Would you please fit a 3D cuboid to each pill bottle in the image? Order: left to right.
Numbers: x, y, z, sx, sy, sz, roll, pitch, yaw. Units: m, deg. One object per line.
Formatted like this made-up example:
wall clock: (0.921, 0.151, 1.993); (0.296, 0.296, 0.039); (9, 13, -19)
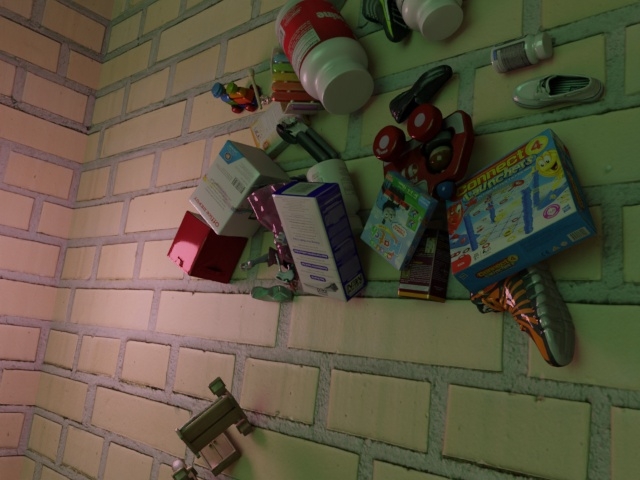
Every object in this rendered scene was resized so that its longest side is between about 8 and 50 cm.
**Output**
pill bottle: (0.016, -0.607, 1.935); (0.229, 0.229, 0.408); (-43, 52, 26)
pill bottle: (0.049, -0.122, 1.817); (0.131, 0.131, 0.229); (-30, 69, 34)
pill bottle: (0.301, -0.743, 1.736); (0.181, 0.181, 0.323); (-37, 55, 30)
pill bottle: (0.518, -0.485, 1.524); (0.137, 0.078, 0.078); (-5, 74, 43)

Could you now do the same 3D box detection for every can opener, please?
can opener: (-0.046, -0.337, 2.004); (0.280, 0.074, 0.093); (45, 147, 32)

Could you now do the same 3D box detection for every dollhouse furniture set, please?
dollhouse furniture set: (-0.407, 0.592, 1.880); (0.303, 0.355, 0.174); (-36, 44, -19)

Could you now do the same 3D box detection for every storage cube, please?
storage cube: (-0.421, 0.024, 2.192); (0.215, 0.183, 0.193); (33, 100, 44)

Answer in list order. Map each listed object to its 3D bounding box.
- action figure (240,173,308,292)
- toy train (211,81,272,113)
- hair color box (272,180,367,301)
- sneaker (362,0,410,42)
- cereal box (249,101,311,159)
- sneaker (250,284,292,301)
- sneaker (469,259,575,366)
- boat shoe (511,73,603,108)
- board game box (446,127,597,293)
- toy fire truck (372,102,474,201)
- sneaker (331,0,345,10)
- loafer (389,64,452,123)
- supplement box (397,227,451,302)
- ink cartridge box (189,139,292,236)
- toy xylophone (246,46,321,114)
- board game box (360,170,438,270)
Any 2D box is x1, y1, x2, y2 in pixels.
action figure: (-0.106, -0.014, 1.935); (0.248, 0.276, 0.370); (-12, 89, 47)
toy train: (-0.298, -0.569, 2.281); (0.248, 0.143, 0.105); (6, 82, 45)
hair color box: (0.000, 0.000, 1.722); (0.185, 0.110, 0.339); (9, 123, 45)
sneaker: (0.203, -0.733, 1.898); (0.121, 0.111, 0.300); (-42, 47, 41)
cereal box: (-0.149, -0.420, 2.161); (0.240, 0.047, 0.173); (-36, 57, 29)
sneaker: (-0.158, 0.181, 1.990); (0.152, 0.061, 0.054); (2, 70, 25)
sneaker: (0.460, 0.162, 1.373); (0.180, 0.124, 0.321); (-36, 44, 36)
boat shoe: (0.567, -0.378, 1.447); (0.226, 0.076, 0.083); (4, 80, 44)
board game box: (0.446, -0.070, 1.380); (0.308, 0.086, 0.302); (-33, 32, 32)
toy fire truck: (0.282, -0.199, 1.574); (0.302, 0.169, 0.254); (-26, 57, 44)
sneaker: (-0.017, -0.849, 2.134); (0.256, 0.094, 0.151); (-46, 48, 22)
loafer: (0.297, -0.423, 1.724); (0.223, 0.076, 0.078); (-34, 61, 37)
supplement box: (0.282, 0.065, 1.581); (0.104, 0.081, 0.188); (3, 80, 45)
ink cartridge box: (-0.282, -0.175, 2.082); (0.198, 0.197, 0.270); (47, 111, 24)
toy xylophone: (-0.120, -0.546, 2.065); (0.081, 0.236, 0.322); (112, 141, -51)
board game box: (0.202, -0.052, 1.555); (0.160, 0.039, 0.211); (42, 126, 35)
